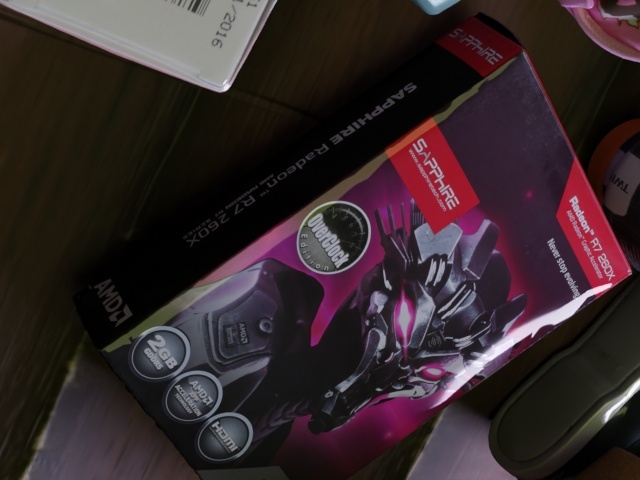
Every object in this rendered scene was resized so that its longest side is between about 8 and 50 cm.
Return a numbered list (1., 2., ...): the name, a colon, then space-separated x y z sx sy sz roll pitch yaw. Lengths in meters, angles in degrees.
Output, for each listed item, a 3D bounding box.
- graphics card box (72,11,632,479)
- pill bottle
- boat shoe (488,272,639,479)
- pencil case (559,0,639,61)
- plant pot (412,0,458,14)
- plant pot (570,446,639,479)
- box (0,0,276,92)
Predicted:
1. graphics card box: 0.032 0.031 1.109 0.371 0.094 0.233 -34 124 -4
2. pill bottle: 0.305 -0.010 1.148 0.130 0.245 0.130 -11 120 -20
3. boat shoe: 0.308 0.108 1.282 0.340 0.127 0.113 -42 125 3
4. pencil case: 0.247 -0.285 0.921 0.167 0.386 0.160 31 142 -10
5. plant pot: 0.058 -0.279 0.961 0.165 0.166 0.234 -33 130 -5
6. plant pot: 0.221 0.303 1.193 0.237 0.237 0.254 35 84 -33
7. box: -0.123 -0.201 0.874 0.149 0.232 0.127 20 106 -30
